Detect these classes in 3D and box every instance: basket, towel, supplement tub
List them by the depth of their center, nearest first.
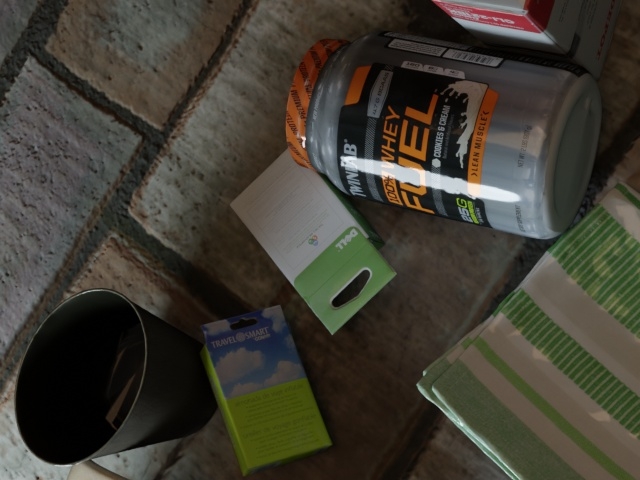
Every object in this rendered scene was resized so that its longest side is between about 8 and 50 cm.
[{"bbox_3d":[0.296,0.117,1.571,0.325,0.038,0.248,-45,66,-8],"label":"towel"},{"bbox_3d":[0.134,-0.123,1.640,0.316,0.193,0.193,13,87,24],"label":"supplement tub"},{"bbox_3d":[-0.221,0.166,1.724,0.154,0.227,0.204,28,92,24],"label":"basket"}]

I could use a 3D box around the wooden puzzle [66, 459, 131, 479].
[{"bbox_3d":[-0.176,0.450,1.702,0.348,0.080,0.322,25,104,15],"label":"wooden puzzle"}]

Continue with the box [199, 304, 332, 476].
[{"bbox_3d":[-0.068,0.174,1.729,0.109,0.042,0.178,-14,72,-22],"label":"box"}]

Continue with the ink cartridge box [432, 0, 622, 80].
[{"bbox_3d":[0.236,-0.301,1.583,0.114,0.273,0.197,14,87,27],"label":"ink cartridge box"}]

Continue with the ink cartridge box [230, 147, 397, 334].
[{"bbox_3d":[0.000,0.000,1.747,0.109,0.062,0.209,-43,69,11],"label":"ink cartridge box"}]
